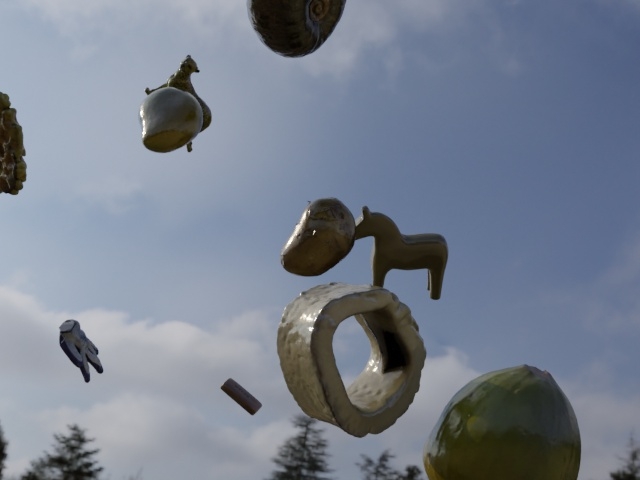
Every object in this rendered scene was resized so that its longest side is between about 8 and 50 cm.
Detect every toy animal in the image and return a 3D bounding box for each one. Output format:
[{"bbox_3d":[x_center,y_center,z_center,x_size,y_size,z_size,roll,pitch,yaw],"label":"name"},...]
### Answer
[{"bbox_3d":[-0.294,-0.302,1.564,0.136,0.073,0.181,-30,-67,7],"label":"toy animal"}]

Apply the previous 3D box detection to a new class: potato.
[{"bbox_3d":[0.000,0.000,1.393,0.137,0.176,0.137,32,10,-6],"label":"potato"}]

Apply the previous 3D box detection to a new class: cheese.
[{"bbox_3d":[0.068,0.237,1.505,0.153,0.292,0.332,9,-50,51],"label":"cheese"}]

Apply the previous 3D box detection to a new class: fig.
[{"bbox_3d":[0.402,0.437,1.524,0.343,0.343,0.343,7,-29,4],"label":"fig"}]

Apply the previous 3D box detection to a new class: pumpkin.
[{"bbox_3d":[-0.053,-0.474,1.347,0.162,0.219,0.219,33,-13,35],"label":"pumpkin"}]

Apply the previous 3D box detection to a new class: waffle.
[{"bbox_3d":[-0.854,-0.260,1.832,0.281,0.058,0.301,22,-61,32],"label":"waffle"}]

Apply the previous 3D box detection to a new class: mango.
[{"bbox_3d":[-0.286,-0.229,1.346,0.122,0.191,0.085,-8,-48,-14],"label":"mango"}]

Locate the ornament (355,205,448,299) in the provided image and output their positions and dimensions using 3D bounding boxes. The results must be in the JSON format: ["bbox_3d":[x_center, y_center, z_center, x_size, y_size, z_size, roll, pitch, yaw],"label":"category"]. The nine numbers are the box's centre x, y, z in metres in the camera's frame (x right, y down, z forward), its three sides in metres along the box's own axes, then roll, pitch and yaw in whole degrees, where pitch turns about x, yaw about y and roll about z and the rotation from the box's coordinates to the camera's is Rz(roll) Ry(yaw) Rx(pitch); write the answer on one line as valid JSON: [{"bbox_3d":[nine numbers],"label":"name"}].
[{"bbox_3d":[0.167,0.027,1.540,0.230,0.061,0.245,-2,-55,-4],"label":"ornament"}]

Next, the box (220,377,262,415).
[{"bbox_3d":[-0.204,0.402,1.813,0.115,0.025,0.048,39,16,8],"label":"box"}]

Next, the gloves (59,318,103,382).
[{"bbox_3d":[-0.323,0.150,0.946,0.026,0.064,0.086,-22,-60,7],"label":"gloves"}]
